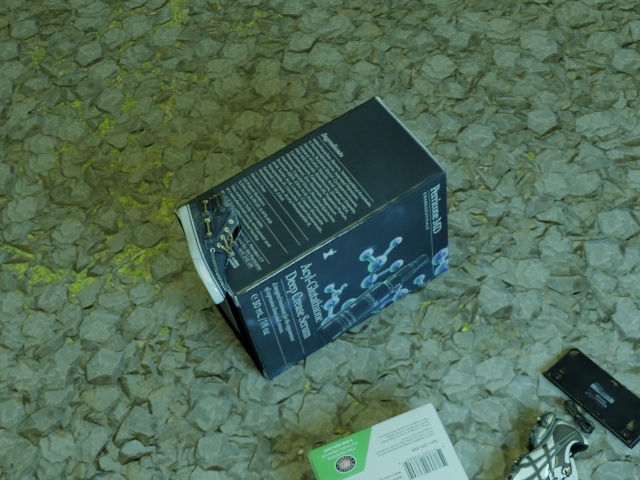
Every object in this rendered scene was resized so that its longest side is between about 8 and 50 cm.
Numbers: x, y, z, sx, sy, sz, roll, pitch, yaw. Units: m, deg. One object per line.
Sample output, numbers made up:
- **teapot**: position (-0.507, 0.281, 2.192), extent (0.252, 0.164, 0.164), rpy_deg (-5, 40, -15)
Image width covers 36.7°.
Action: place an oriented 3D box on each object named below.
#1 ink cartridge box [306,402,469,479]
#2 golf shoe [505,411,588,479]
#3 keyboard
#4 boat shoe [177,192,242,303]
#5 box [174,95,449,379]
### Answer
- **ink cartridge box**: position (0.130, 0.421, 1.430), extent (0.211, 0.122, 0.289), rpy_deg (-20, 56, -5)
- **golf shoe**: position (0.339, 0.358, 1.467), extent (0.093, 0.077, 0.198), rpy_deg (25, 64, 23)
- **keyboard**: position (0.440, 0.260, 1.550), extent (0.108, 0.023, 0.180), rpy_deg (-35, 57, -22)
- **boat shoe**: position (-0.151, 0.005, 1.435), extent (0.083, 0.065, 0.183), rpy_deg (-22, 55, -2)
- **box**: position (0.000, 0.000, 1.632), extent (0.395, 0.294, 0.212), rpy_deg (-31, 57, -12)
